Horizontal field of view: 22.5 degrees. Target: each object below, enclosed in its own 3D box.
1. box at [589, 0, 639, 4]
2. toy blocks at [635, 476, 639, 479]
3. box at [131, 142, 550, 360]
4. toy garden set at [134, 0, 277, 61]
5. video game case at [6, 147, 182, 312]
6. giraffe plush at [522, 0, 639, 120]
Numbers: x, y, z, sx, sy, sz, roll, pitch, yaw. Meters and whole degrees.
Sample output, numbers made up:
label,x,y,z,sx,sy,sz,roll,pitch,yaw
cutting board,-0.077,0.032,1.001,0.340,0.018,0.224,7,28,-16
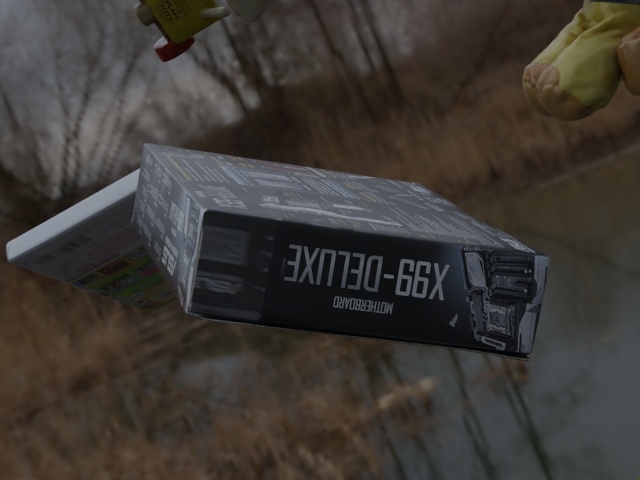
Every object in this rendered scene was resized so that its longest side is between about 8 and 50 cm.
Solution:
label,x,y,z,sx,sy,sz,roll,pitch,yaw
box,0.241,-0.231,1.103,0.103,0.114,0.203,5,-2,9
toy blocks,0.305,0.381,1.394,0.261,0.381,0.190,-48,43,11
box,0.000,0.000,1.195,0.243,0.076,0.307,7,10,-16
toy garden set,-0.090,-0.208,0.957,0.049,0.203,0.244,-46,25,-25
video game case,-0.152,-0.004,1.562,0.227,0.026,0.206,-27,-31,29
giraffe plush,0.251,-0.215,1.352,0.210,0.170,0.181,-22,10,1
